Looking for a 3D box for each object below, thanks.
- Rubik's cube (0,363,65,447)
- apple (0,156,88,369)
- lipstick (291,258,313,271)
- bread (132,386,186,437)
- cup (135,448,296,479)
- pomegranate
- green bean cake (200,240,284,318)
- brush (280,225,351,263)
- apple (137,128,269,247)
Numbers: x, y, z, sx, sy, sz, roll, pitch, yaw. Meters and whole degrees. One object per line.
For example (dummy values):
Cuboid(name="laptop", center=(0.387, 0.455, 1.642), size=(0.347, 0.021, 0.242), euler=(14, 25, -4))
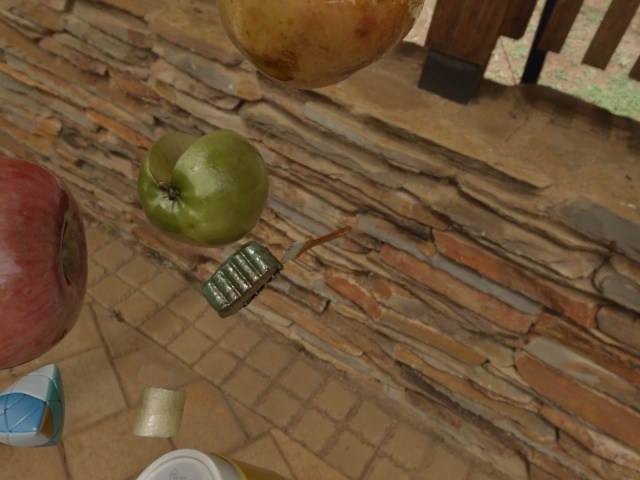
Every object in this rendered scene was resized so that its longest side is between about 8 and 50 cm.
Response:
Cuboid(name="Rubik's cube", center=(-0.780, 0.462, 1.319), size=(0.254, 0.254, 0.254), euler=(6, 42, -5))
Cuboid(name="apple", center=(-0.545, 0.038, 0.775), size=(0.269, 0.344, 0.344), euler=(-4, 43, -10))
Cuboid(name="lipstick", center=(-0.063, 0.071, 1.494), size=(0.094, 0.019, 0.019), euler=(35, 32, -28))
Cuboid(name="bread", center=(-0.485, 0.519, 1.429), size=(0.134, 0.148, 0.141), euler=(14, 69, -22))
Cuboid(name="cup", center=(-0.135, 0.367, 0.561), size=(0.241, 0.226, 0.185), euler=(-31, 42, 5))
Cuboid(name="pomegranate", center=(-0.006, -0.407, 0.711), size=(0.338, 0.338, 0.338), euler=(6, 42, -5))
Cuboid(name="green bean cake", center=(-0.180, 0.086, 1.103), size=(0.173, 0.181, 0.094), euler=(-44, 83, 0))
Cuboid(name="brush", center=(0.000, 0.000, 1.378), size=(0.017, 0.090, 0.314), euler=(50, 38, 16))
Cuboid(name="apple", center=(-0.265, -0.123, 1.075), size=(0.292, 0.292, 0.254), euler=(26, 23, 17))
